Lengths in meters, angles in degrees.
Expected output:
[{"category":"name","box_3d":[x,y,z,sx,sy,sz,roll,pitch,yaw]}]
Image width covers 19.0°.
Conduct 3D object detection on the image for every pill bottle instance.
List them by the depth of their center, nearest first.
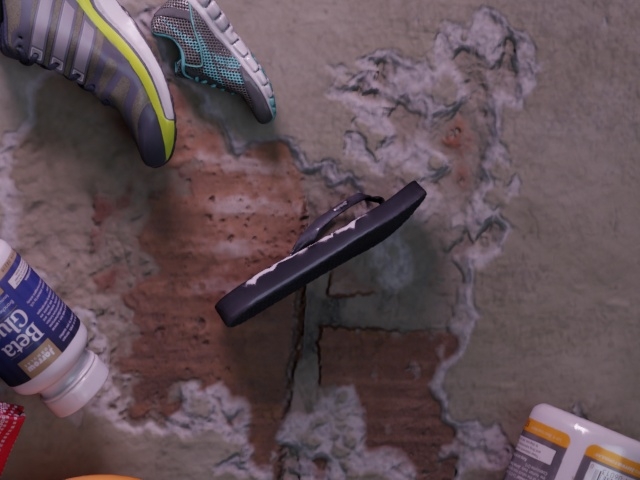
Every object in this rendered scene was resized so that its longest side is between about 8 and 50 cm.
[{"category":"pill bottle","box_3d":[-0.284,0.088,1.840,0.094,0.094,0.169,-45,110,-11]},{"category":"pill bottle","box_3d":[0.252,0.328,2.053,0.162,0.162,0.278,24,88,-23]}]

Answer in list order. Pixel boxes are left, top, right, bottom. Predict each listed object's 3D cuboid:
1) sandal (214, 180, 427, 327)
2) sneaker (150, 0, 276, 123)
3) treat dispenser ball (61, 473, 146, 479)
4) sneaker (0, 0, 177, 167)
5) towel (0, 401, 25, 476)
[{"category":"sandal","box_3d":[0.000,0.000,1.952,0.254,0.097,0.054,-30,80,-17]},{"category":"sneaker","box_3d":[-0.108,-0.178,1.907,0.076,0.065,0.166,-35,105,3]},{"category":"treat dispenser ball","box_3d":[-0.204,0.364,1.802,0.288,0.288,0.288,-3,98,-22]},{"category":"sneaker","box_3d":[-0.240,-0.192,1.831,0.121,0.111,0.300,-33,102,-5]},{"category":"towel","box_3d":[-0.409,0.230,1.767,0.275,0.031,0.198,12,105,-48]}]
